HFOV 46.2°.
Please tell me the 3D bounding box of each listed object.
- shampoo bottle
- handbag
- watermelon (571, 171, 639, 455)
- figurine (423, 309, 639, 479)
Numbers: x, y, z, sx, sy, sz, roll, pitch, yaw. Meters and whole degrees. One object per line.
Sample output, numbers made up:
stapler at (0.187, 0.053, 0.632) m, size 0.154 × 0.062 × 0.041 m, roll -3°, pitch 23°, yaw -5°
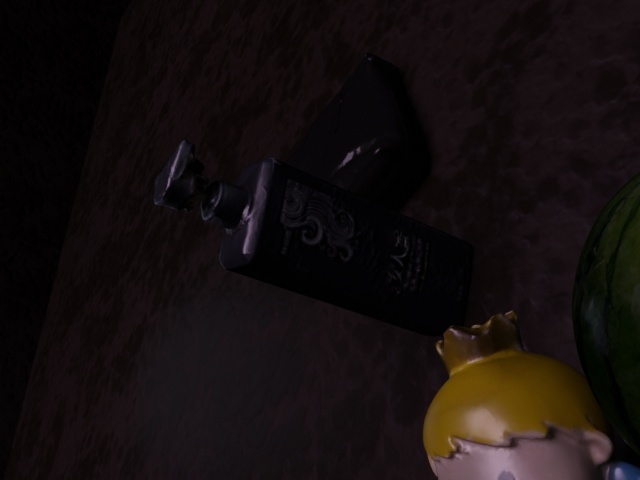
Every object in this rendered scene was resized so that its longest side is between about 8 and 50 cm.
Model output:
shampoo bottle at (0.000, 0.001, 0.668) m, size 0.071 × 0.309 × 0.098 m, roll -9°, pitch 64°, yaw 59°
handbag at (0.017, -0.092, 0.942) m, size 0.247 × 0.080 × 0.223 m, roll -48°, pitch 34°, yaw 32°
watermelon at (0.231, 0.050, 0.387) m, size 0.188 × 0.214 × 0.188 m, roll -25°, pitch 8°, yaw 4°
figurine at (0.107, 0.168, 0.433) m, size 0.234 × 0.185 × 0.127 m, roll 64°, pitch 163°, yaw 2°
